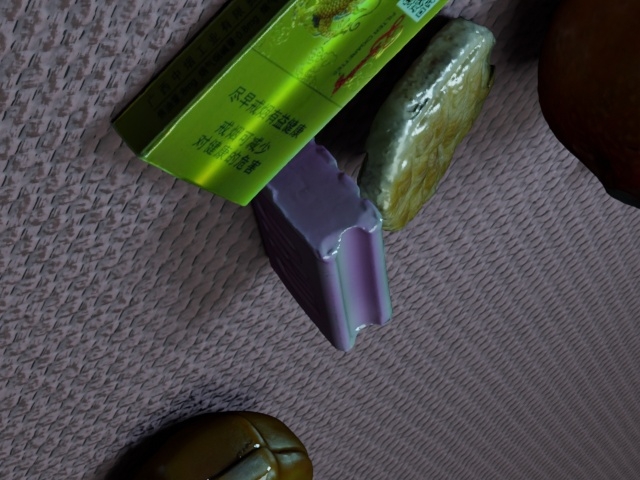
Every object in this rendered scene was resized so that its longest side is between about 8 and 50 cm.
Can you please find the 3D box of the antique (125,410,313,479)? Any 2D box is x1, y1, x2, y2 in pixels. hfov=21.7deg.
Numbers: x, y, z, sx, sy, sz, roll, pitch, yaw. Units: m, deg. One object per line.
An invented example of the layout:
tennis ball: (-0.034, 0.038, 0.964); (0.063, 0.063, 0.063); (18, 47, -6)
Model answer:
antique: (-0.112, 0.270, 1.696); (0.223, 0.129, 0.278); (-34, 156, -15)

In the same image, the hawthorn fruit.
hawthorn fruit: (0.342, -0.163, 1.470); (0.311, 0.295, 0.295); (-59, 162, -18)

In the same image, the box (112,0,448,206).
box: (0.004, -0.160, 1.219); (0.311, 0.043, 0.173); (-45, 157, 10)

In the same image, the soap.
soap: (0.000, 0.000, 1.399); (0.065, 0.122, 0.203); (-35, 155, -11)

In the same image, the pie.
pie: (0.088, -0.092, 1.401); (0.195, 0.046, 0.195); (-52, 161, -26)
